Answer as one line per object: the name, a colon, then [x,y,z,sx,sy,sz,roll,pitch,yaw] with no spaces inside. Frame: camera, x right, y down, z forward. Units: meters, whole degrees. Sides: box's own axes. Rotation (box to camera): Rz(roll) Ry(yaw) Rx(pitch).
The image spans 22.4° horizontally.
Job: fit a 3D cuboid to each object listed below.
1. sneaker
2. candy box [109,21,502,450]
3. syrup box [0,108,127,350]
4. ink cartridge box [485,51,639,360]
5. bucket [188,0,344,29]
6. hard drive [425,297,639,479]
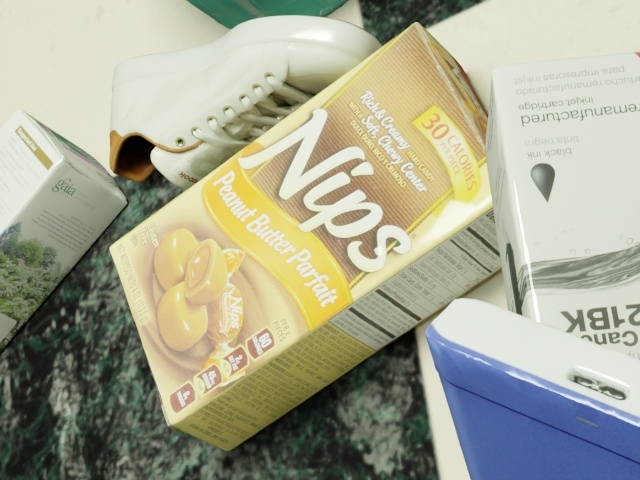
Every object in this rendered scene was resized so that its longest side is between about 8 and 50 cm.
sneaker: [-0.066,-0.103,1.344,0.290,0.106,0.123,-10,65,43]
candy box: [0.000,0.000,1.250,0.316,0.087,0.183,-36,54,16]
syrup box: [-0.293,0.010,1.442,0.237,0.093,0.096,-50,50,4]
ink cartridge box: [0.220,0.021,1.027,0.197,0.114,0.272,-6,62,1]
bucket: [-0.065,-0.324,1.391,0.281,0.183,0.281,-15,61,28]
hard drive: [0.181,0.186,0.897,0.210,0.318,0.040,20,53,39]
